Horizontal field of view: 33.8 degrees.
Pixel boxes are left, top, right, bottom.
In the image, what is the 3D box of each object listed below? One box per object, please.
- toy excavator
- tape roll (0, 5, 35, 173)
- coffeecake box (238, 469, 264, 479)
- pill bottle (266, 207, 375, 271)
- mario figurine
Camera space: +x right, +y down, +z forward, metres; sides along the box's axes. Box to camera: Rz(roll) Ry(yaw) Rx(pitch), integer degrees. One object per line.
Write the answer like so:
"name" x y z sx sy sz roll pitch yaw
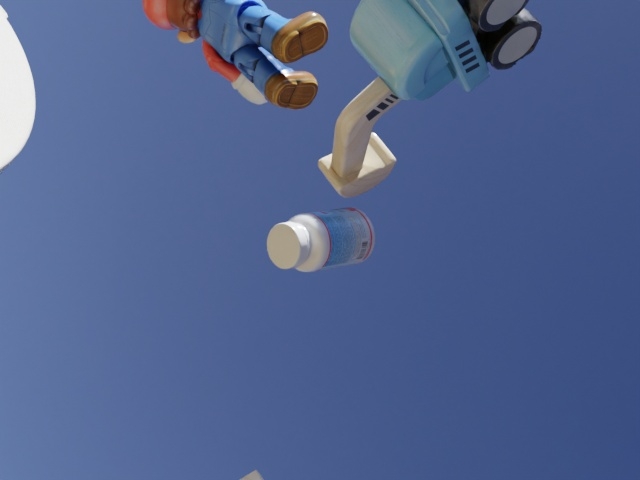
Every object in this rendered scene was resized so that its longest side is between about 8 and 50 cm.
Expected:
"toy excavator" 0.139 -0.298 1.815 0.445 0.433 0.222 -37 -115 4
"tape roll" -0.423 -0.178 0.887 0.072 0.392 0.392 -41 -114 28
"coffeecake box" -0.066 0.275 0.776 0.185 0.142 0.068 42 -21 60
"pill bottle" 0.000 0.000 1.547 0.087 0.160 0.087 6 -80 41
"mario figurine" -0.103 -0.315 1.443 0.320 0.170 0.198 41 -81 32
